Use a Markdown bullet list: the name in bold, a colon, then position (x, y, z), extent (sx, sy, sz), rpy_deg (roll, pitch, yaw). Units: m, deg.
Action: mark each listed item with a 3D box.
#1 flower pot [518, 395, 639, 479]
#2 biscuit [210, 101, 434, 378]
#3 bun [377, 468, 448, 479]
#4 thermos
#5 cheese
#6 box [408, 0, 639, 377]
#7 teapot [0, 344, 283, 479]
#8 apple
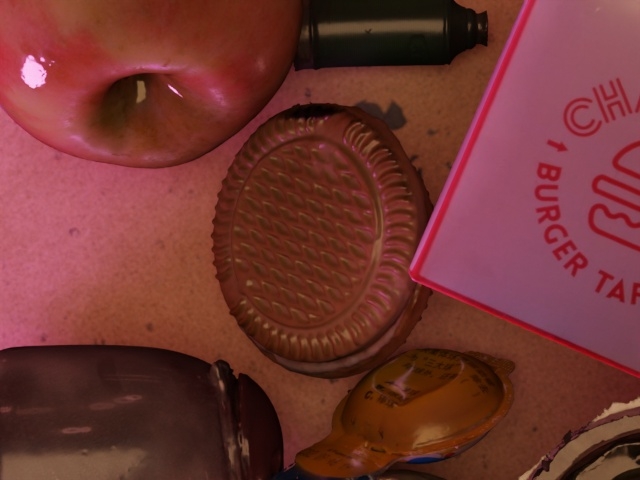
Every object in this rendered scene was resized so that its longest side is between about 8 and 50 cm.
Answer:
- **flower pot**: position (0.297, 0.271, 1.663), extent (0.290, 0.259, 0.290), rpy_deg (0, 90, 7)
- **biscuit**: position (0.000, 0.000, 1.737), extent (0.259, 0.079, 0.259), rpy_deg (-3, 86, 38)
- **bun**: position (0.066, 0.336, 1.730), extent (0.259, 0.152, 0.259), rpy_deg (0, 78, 2)
- **thermos**: position (0.066, -0.202, 1.802), extent (0.188, 0.083, 0.073), rpy_deg (-1, 109, 3)
- **cheese**: position (0.068, 0.168, 1.718), extent (0.270, 0.177, 0.069), rpy_deg (-30, 119, -34)
- **box**: position (0.294, -0.078, 1.624), extent (0.314, 0.300, 0.312), rpy_deg (23, 108, 5)
- **teapot**: position (-0.185, 0.242, 1.742), extent (0.312, 0.233, 0.315), rpy_deg (-6, 116, 0)
- **apple**: position (-0.174, -0.236, 1.706), extent (0.319, 0.319, 0.277), rpy_deg (-15, 60, 4)
